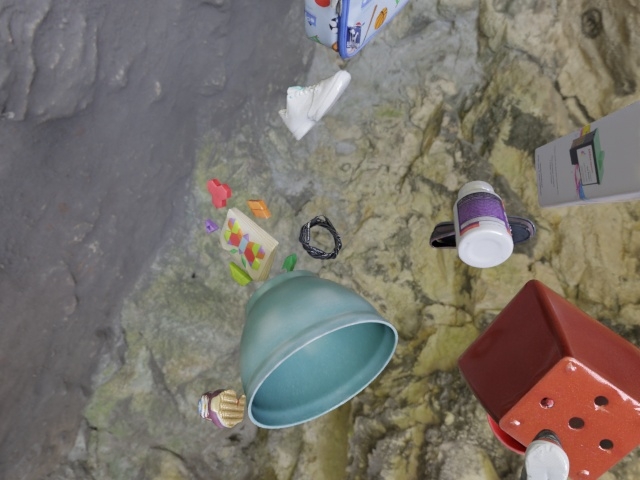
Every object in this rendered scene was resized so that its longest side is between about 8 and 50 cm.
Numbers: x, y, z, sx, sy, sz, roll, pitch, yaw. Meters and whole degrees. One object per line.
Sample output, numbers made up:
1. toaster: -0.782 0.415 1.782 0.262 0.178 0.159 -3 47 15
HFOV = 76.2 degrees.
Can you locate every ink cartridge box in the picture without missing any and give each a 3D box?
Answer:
1. ink cartridge box: 0.485 -0.121 0.601 0.278 0.202 0.116 -5 90 -87

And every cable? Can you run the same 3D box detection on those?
1. cable: 0.000 0.000 1.610 0.151 0.184 0.047 -33 173 5

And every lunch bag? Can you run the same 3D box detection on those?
1. lunch bag: 0.086 -0.470 0.673 0.303 0.115 0.243 -52 169 -18

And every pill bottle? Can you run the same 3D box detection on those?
1. pill bottle: 0.347 -0.044 0.889 0.193 0.108 0.108 -75 -170 -46

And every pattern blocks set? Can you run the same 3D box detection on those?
1. pattern blocks set: -0.197 0.009 1.079 0.026 0.325 0.285 -30 141 -46

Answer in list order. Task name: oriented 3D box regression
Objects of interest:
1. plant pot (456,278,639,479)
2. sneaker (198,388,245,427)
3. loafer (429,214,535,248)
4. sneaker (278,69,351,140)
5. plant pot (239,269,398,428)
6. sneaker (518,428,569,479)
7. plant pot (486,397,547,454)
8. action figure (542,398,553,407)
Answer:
1. plant pot: 0.455 0.281 0.784 0.267 0.267 0.236 -57 173 20
2. sneaker: -0.202 0.322 0.783 0.185 0.084 0.069 85 6 -64
3. loafer: 0.479 -0.007 1.238 0.303 0.109 0.095 -2 -152 39
4. sneaker: -0.025 -0.302 0.872 0.212 0.094 0.080 -32 -164 50
5. plant pot: -0.030 0.181 0.777 0.196 0.293 0.293 55 -51 39
6. sneaker: 0.285 0.317 0.526 0.065 0.061 0.157 -15 119 -57
7. plant pot: 0.801 0.664 1.522 0.275 0.243 0.274 -24 -130 32
8. action figure: 0.671 0.557 1.198 0.139 0.280 0.091 -21 -152 13
